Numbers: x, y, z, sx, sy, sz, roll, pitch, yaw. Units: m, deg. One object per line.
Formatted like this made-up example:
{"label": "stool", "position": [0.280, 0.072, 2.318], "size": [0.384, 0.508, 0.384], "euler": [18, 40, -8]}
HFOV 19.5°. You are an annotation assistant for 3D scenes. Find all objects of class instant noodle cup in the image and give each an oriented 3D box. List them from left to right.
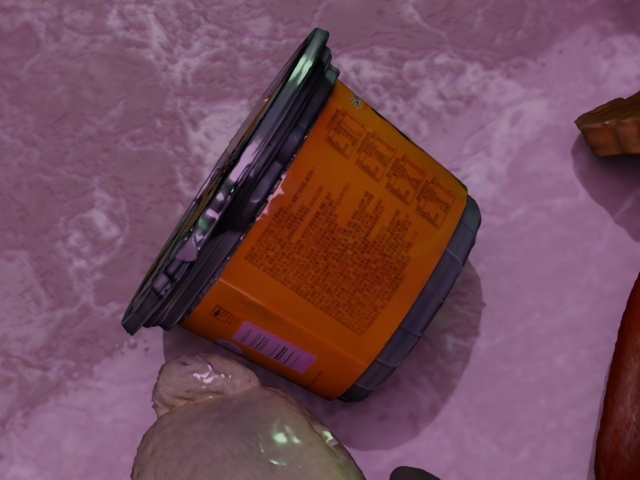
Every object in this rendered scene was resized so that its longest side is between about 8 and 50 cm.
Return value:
{"label": "instant noodle cup", "position": [0.000, 0.000, 0.930], "size": [0.125, 0.177, 0.208], "euler": [32, 38, -6]}

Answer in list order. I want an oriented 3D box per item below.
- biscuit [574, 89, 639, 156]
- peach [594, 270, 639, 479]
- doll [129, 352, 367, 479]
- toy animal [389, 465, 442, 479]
{"label": "biscuit", "position": [0.237, -0.082, 0.924], "size": [0.162, 0.250, 0.035], "euler": [-41, 108, -46]}
{"label": "peach", "position": [0.240, 0.028, 0.907], "size": [0.267, 0.159, 0.154], "euler": [-21, 67, 1]}
{"label": "doll", "position": [-0.067, 0.205, 0.895], "size": [0.175, 0.149, 0.278], "euler": [38, 95, 21]}
{"label": "toy animal", "position": [0.122, 0.201, 0.895], "size": [0.251, 0.127, 0.125], "euler": [28, 90, 27]}
